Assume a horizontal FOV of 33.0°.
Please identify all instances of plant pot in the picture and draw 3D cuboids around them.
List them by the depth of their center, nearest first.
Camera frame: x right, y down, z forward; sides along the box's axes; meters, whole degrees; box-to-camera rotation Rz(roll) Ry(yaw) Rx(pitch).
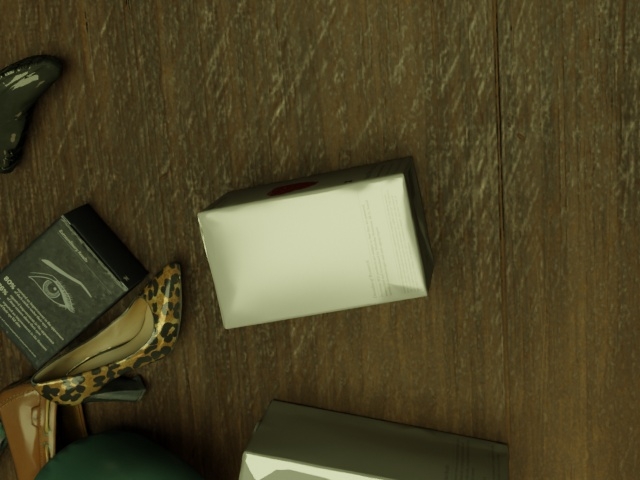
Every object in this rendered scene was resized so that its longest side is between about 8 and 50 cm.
[{"bbox_3d":[-0.265,0.441,1.585,0.235,0.293,0.293,-1,107,55],"label":"plant pot"}]

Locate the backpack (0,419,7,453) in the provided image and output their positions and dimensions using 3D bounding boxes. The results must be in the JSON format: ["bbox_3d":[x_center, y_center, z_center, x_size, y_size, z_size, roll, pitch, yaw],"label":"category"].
[{"bbox_3d":[-0.582,0.343,1.745,0.115,0.152,0.182,32,99,-12],"label":"backpack"}]

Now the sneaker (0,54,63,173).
[{"bbox_3d":[-0.484,-0.174,1.636,0.286,0.109,0.130,-33,105,21],"label":"sneaker"}]

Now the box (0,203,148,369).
[{"bbox_3d":[-0.395,0.069,1.660,0.207,0.108,0.153,-39,94,14],"label":"box"}]

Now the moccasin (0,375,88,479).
[{"bbox_3d":[-0.391,0.393,1.726,0.146,0.139,0.380,-12,91,21],"label":"moccasin"}]

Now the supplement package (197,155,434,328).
[{"bbox_3d":[0.000,0.000,1.544,0.292,0.177,0.175,-11,101,11],"label":"supplement package"}]

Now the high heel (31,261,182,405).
[{"bbox_3d":[-0.316,0.141,1.625,0.093,0.186,0.261,45,118,44],"label":"high heel"}]

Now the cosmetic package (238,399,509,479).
[{"bbox_3d":[0.079,0.371,1.596,0.384,0.217,0.156,9,103,9],"label":"cosmetic package"}]
